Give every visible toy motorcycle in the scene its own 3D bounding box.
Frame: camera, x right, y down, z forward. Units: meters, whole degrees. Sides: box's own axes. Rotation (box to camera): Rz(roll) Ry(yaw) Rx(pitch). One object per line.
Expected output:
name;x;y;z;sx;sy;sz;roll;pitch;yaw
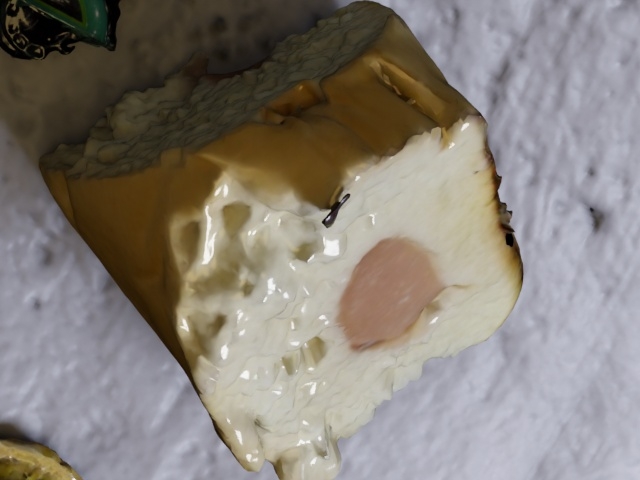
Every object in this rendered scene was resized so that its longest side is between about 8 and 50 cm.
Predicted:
toy motorcycle;-0.156;-0.147;0.844;0.173;0.058;0.100;26;86;-19

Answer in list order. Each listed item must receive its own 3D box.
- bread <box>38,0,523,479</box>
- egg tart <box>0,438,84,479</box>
bread;0.007;0.009;0.843;0.183;0.211;0.224;-37;105;-7
egg tart;-0.172;0.164;0.938;0.128;0.049;0.129;-3;108;-10
